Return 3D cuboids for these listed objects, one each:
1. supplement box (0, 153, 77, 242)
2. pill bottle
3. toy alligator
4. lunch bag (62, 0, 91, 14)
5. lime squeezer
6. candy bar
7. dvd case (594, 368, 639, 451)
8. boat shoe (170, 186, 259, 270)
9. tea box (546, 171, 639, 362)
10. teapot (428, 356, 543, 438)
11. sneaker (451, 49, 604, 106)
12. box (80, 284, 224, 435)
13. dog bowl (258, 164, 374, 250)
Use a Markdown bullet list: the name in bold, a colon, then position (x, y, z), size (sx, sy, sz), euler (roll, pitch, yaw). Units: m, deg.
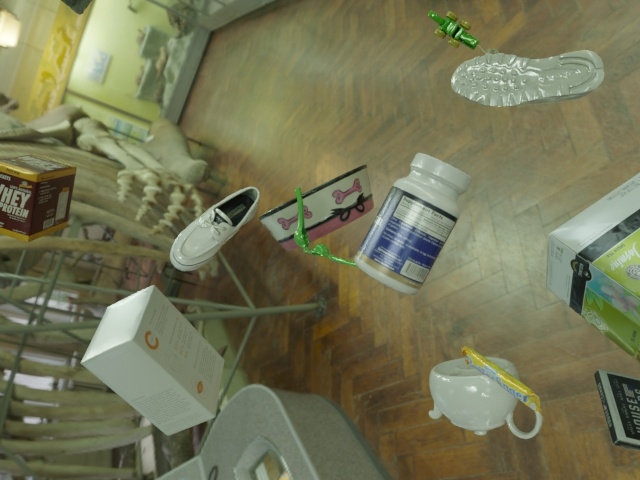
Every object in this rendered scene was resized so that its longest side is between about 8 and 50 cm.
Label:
- **supplement box**: position (-0.813, -0.125, 1.375), size (0.191, 0.129, 0.194), euler (-75, 3, -75)
- **pill bottle**: position (0.192, -0.035, 1.004), size (0.265, 0.153, 0.153), euler (-62, 28, 6)
- **toy alligator**: position (0.335, -0.482, 1.153), size (0.056, 0.189, 0.051), euler (-56, -5, 21)
- **lunch bag**: position (-0.262, -0.424, 0.491), size (0.287, 0.235, 0.169), euler (-27, 57, 27)
- **lime squeezer**: position (0.000, 0.000, 1.305), size (0.110, 0.059, 0.310), euler (-38, 67, -11)
- **candy bar**: position (0.265, 0.202, 0.718), size (0.018, 0.040, 0.161), euler (-33, 26, -13)
- **dvd case**: position (0.718, 0.373, 1.022), size (0.179, 0.238, 0.029), euler (-70, -9, -51)
- **boat shoe**: position (-0.233, -0.038, 1.095), size (0.258, 0.095, 0.084), euler (-52, 2, -34)
- **tea box**: position (0.729, 0.054, 1.038), size (0.329, 0.220, 0.323), euler (-32, 45, -7)
- **teapot**: position (0.424, 0.429, 1.314), size (0.256, 0.252, 0.187), euler (24, -123, -85)
- **sneaker**: position (0.344, -0.264, 0.833), size (0.095, 0.235, 0.090), euler (-14, -71, -73)
- **box**: position (-0.440, 0.333, 1.345), size (0.168, 0.345, 0.215), euler (-25, 31, 13)
- **dog bowl**: position (0.003, -0.103, 1.663), size (0.408, 0.408, 0.150), euler (-20, 97, 57)
